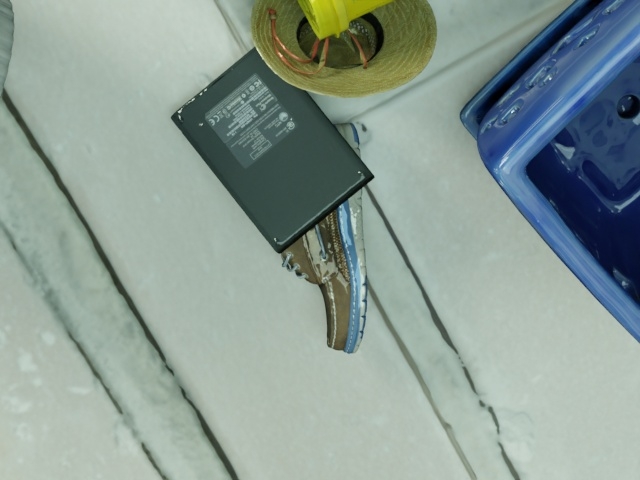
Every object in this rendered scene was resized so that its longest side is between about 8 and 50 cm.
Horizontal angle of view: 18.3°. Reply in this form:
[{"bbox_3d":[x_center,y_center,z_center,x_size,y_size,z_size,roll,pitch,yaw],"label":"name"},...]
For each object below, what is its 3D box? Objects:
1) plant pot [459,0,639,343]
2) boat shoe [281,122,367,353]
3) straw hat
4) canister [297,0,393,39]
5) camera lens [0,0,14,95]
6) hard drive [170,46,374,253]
[{"bbox_3d":[0.255,-0.078,1.498,0.236,0.212,0.236,-43,109,5],"label":"plant pot"},{"bbox_3d":[0.000,0.000,1.559,0.066,0.066,0.183,-4,98,-4],"label":"boat shoe"},{"bbox_3d":[0.012,-0.147,1.508,0.144,0.144,0.061,0,148,-11],"label":"straw hat"},{"bbox_3d":[0.050,-0.238,1.462,0.170,0.073,0.126,-25,67,-4],"label":"canister"},{"bbox_3d":[-0.374,-0.136,1.342,0.274,0.219,0.219,23,102,-29],"label":"camera lens"},{"bbox_3d":[-0.037,-0.071,1.512,0.094,0.022,0.135,-39,80,4],"label":"hard drive"}]
